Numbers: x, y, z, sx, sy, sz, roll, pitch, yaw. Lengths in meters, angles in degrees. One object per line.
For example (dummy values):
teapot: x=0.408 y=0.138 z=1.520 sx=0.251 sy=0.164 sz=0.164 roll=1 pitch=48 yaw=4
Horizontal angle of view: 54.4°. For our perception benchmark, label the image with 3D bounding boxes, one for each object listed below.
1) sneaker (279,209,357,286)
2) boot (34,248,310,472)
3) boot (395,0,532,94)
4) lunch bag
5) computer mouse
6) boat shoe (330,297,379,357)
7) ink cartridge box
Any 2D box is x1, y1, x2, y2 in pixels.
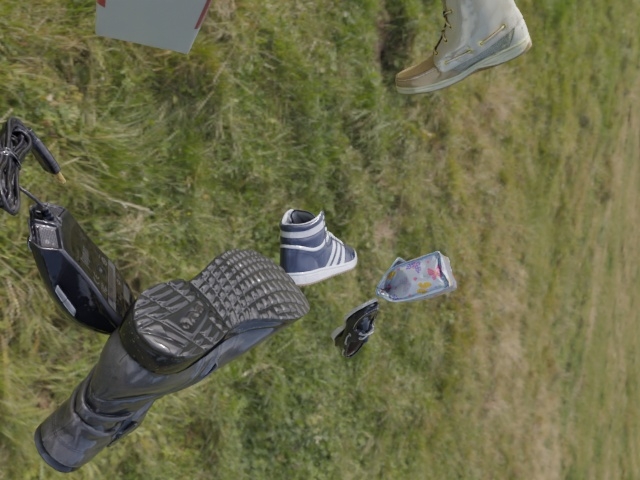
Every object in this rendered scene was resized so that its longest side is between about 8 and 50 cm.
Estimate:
sneaker: x=0.000 y=0.000 z=1.368 sx=0.282 sy=0.099 sz=0.153 roll=-19 pitch=108 yaw=-60
boot: x=-0.166 y=0.130 z=0.747 sx=0.223 sy=0.118 sz=0.338 roll=-47 pitch=163 yaw=22
boot: x=0.191 y=-0.324 z=0.935 sx=0.077 sy=0.213 sz=0.165 roll=-85 pitch=151 yaw=-54
lunch bag: x=0.107 y=0.045 z=0.714 sx=0.071 sy=0.083 sz=0.053 roll=17 pitch=54 yaw=-69
computer mouse: x=-0.293 y=-0.006 z=0.690 sx=0.060 sy=0.184 sz=0.262 roll=-26 pitch=134 yaw=-1
boat shoe: x=0.048 y=0.111 z=0.779 sx=0.046 sy=0.038 sz=0.125 roll=-16 pitch=156 yaw=-30
ink cartridge box: x=-0.234 y=-0.524 z=0.943 sx=0.160 sy=0.279 sz=0.385 roll=7 pitch=85 yaw=-19
